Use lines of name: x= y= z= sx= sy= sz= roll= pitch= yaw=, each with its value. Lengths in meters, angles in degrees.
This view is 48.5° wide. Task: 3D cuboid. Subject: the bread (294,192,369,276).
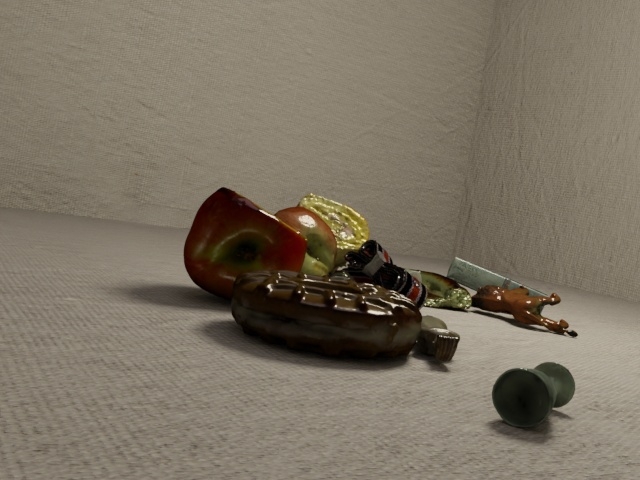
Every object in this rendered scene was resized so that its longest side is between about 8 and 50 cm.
bread: x=0.000 y=0.000 z=2.179 sx=0.237 sy=0.165 sz=0.375 roll=21 pitch=-17 yaw=-8

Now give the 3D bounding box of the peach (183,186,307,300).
peach: x=-0.163 y=0.009 z=1.488 sx=0.245 sy=0.248 sz=0.274 roll=-31 pitch=6 yaw=6

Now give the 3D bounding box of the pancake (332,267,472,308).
pancake: x=0.229 y=0.118 z=2.048 sx=0.305 sy=0.066 sz=0.427 roll=4 pitch=10 yaw=-26

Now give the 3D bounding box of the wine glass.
wine glass: x=0.279 y=0.196 z=0.921 sx=0.073 sy=0.073 sz=0.155 roll=11 pitch=1 yaw=30

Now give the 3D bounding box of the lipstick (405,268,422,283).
lipstick: x=0.196 y=0.100 z=1.900 sx=0.057 sy=0.063 sz=0.186 roll=-11 pitch=11 yaw=-28

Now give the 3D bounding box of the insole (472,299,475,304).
insole: x=0.436 y=0.182 z=2.103 sx=0.310 sy=0.012 sz=0.110 roll=8 pitch=8 yaw=-4

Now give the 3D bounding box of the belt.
belt: x=0.158 y=0.089 z=1.770 sx=0.094 sy=0.126 sz=0.359 roll=48 pitch=-4 yaw=-20

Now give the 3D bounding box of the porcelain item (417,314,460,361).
porcelain item: x=0.202 y=0.172 z=1.233 sx=0.084 sy=0.054 sz=0.213 roll=6 pitch=2 yaw=0

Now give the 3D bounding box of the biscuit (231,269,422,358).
biscuit: x=0.008 y=0.119 z=1.202 sx=0.332 sy=0.103 sz=0.332 roll=8 pitch=3 yaw=0

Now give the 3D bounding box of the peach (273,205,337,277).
peach: x=-0.082 y=0.032 z=1.736 sx=0.214 sy=0.214 sz=0.236 roll=7 pitch=-14 yaw=-38

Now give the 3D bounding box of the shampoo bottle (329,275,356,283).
shampoo bottle: x=0.049 y=0.123 z=1.667 sx=0.086 sy=0.055 sz=0.227 roll=12 pitch=3 yaw=2

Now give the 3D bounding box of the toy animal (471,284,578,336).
toy animal: x=0.518 y=0.175 z=1.862 sx=0.158 sy=0.097 sz=0.312 roll=1 pitch=7 yaw=-17

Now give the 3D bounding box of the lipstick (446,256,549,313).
lipstick: x=0.509 y=0.134 z=2.058 sx=0.290 sy=0.076 sz=0.077 roll=23 pitch=2 yaw=17
